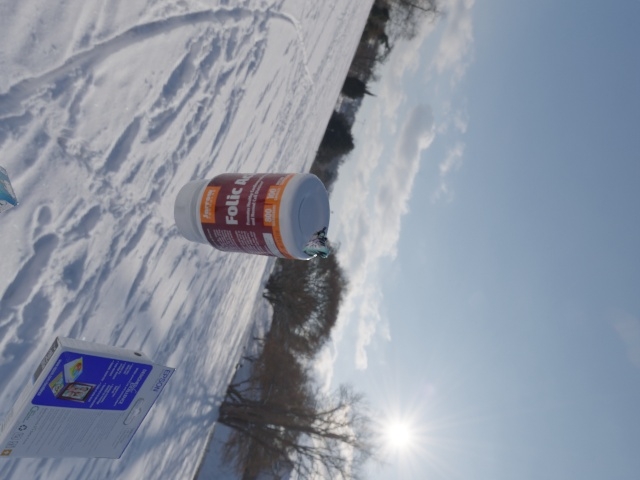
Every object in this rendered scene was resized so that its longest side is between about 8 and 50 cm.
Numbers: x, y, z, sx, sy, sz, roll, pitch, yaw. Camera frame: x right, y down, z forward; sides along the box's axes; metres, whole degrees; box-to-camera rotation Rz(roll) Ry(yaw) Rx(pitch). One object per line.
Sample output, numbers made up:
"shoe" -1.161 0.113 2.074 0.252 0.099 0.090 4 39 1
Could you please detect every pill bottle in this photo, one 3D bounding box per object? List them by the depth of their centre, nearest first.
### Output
"pill bottle" -0.192 -0.073 1.103 0.224 0.391 0.224 -15 107 -61

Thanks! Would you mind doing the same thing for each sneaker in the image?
"sneaker" 0.000 0.000 0.882 0.098 0.038 0.069 2 -119 61

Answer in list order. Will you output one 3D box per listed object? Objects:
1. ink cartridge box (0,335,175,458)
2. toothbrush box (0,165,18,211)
"ink cartridge box" -0.395 0.278 0.692 0.045 0.208 0.206 33 -90 47
"toothbrush box" -0.907 -0.142 0.916 0.216 0.126 0.295 -29 165 -10
